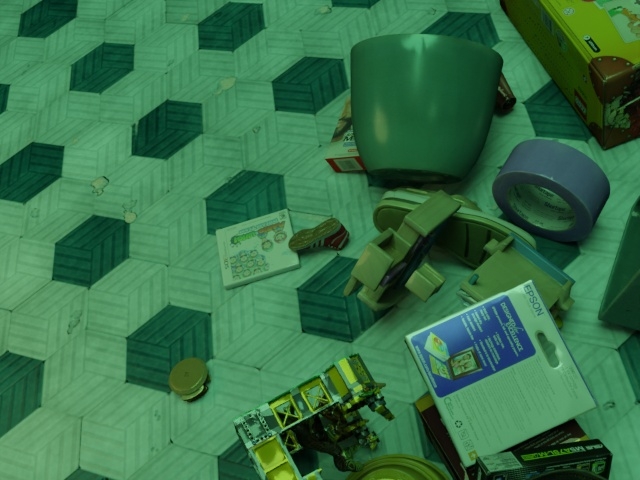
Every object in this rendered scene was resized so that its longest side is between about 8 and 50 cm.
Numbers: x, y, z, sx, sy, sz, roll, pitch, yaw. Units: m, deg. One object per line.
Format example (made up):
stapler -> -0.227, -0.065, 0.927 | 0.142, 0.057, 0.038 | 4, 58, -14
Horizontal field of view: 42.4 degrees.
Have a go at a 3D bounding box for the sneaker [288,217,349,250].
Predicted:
sneaker -> 0.000, 0.000, 1.612 | 0.118, 0.067, 0.042 | -23, 54, 23

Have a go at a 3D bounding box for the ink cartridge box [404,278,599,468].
ink cartridge box -> 0.257, 0.190, 1.190 | 0.208, 0.045, 0.206 | -24, 77, 0

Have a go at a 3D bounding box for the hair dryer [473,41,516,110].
hair dryer -> 0.279, -0.323, 1.756 | 0.294, 0.080, 0.223 | 12, 76, 30

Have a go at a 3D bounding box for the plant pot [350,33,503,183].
plant pot -> 0.190, -0.235, 1.576 | 0.293, 0.293, 0.235 | 5, 86, 20

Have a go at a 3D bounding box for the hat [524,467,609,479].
hat -> 0.299, 0.452, 1.023 | 0.331, 0.331, 0.134 | 4, 23, 19

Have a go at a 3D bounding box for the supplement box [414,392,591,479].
supplement box -> 0.279, 0.302, 1.262 | 0.191, 0.129, 0.194 | -29, 53, -4

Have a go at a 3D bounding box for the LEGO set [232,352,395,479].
LEGO set -> 0.006, 0.329, 1.229 | 0.255, 0.331, 0.192 | -23, 69, -21

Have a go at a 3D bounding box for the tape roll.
tape roll -> 0.406, -0.087, 1.461 | 0.189, 0.189, 0.080 | 23, 65, 29

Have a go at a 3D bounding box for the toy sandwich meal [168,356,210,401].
toy sandwich meal -> -0.239, 0.255, 1.516 | 0.086, 0.029, 0.085 | -11, 50, 13

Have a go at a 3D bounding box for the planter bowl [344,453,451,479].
planter bowl -> 0.107, 0.416, 1.259 | 0.217, 0.090, 0.217 | -8, 54, 12

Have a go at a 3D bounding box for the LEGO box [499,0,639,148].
LEGO box -> 0.625, -0.475, 1.664 | 0.373, 0.193, 0.500 | -21, 52, 2

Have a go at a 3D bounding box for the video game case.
video game case -> -0.127, 0.016, 1.655 | 0.157, 0.019, 0.143 | -17, 53, 4

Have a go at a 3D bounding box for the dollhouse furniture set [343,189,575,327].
dollhouse furniture set -> 0.224, 0.112, 1.363 | 0.303, 0.198, 0.286 | 38, 38, 15

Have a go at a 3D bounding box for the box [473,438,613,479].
box -> 0.300, 0.371, 1.142 | 0.191, 0.184, 0.045 | -4, 21, -14

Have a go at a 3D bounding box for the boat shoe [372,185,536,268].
boat shoe -> 0.254, -0.034, 1.514 | 0.302, 0.113, 0.103 | 20, 42, 13

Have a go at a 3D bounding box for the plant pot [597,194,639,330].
plant pot -> 0.624, 0.025, 1.294 | 0.252, 0.248, 0.247 | 22, 63, 9

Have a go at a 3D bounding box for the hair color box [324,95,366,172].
hair color box -> 0.080, -0.227, 1.723 | 0.093, 0.053, 0.167 | -2, 56, 36
